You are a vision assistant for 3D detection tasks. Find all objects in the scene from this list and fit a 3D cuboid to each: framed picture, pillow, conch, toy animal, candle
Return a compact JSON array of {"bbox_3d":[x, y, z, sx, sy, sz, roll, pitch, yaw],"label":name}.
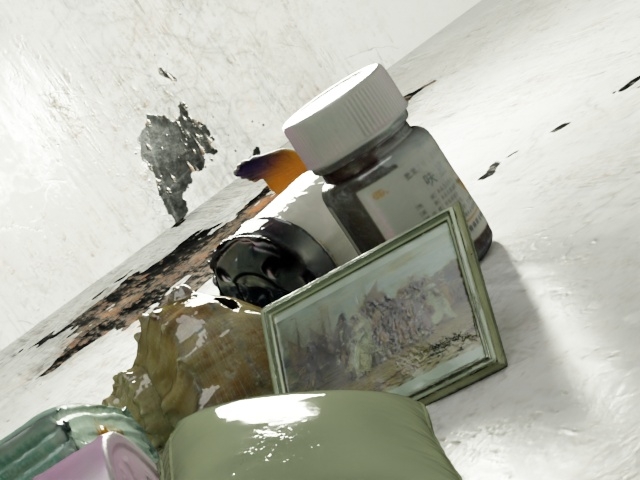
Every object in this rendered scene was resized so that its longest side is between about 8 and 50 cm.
[{"bbox_3d":[0.055,0.099,1.495,0.274,0.017,0.217,-31,49,21],"label":"framed picture"},{"bbox_3d":[-0.008,0.205,1.148,0.255,0.120,0.322,-6,11,-4],"label":"pillow"},{"bbox_3d":[-0.125,0.156,1.730,0.324,0.186,0.263,-36,29,-4],"label":"conch"},{"bbox_3d":[-0.014,-0.020,2.389,0.302,0.225,0.284,-25,-15,-25],"label":"toy animal"},{"bbox_3d":[0.000,0.000,1.980,0.187,0.187,0.330,-23,15,43],"label":"candle"}]

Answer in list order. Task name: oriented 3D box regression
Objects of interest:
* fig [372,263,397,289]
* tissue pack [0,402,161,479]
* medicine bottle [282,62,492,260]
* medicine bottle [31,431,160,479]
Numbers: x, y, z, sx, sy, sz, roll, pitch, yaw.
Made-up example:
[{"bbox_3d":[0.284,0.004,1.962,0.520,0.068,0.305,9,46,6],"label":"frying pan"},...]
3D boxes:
[{"bbox_3d":[0.102,0.088,1.563,0.123,0.123,0.156,-23,53,44],"label":"fig"},{"bbox_3d":[-0.362,0.333,1.491,0.388,0.162,0.287,-34,-9,2],"label":"tissue pack"},{"bbox_3d":[0.086,-0.072,1.796,0.165,0.273,0.165,-31,12,7],"label":"medicine bottle"},{"bbox_3d":[-0.255,0.334,1.194,0.325,0.212,0.212,-35,11,1],"label":"medicine bottle"}]
